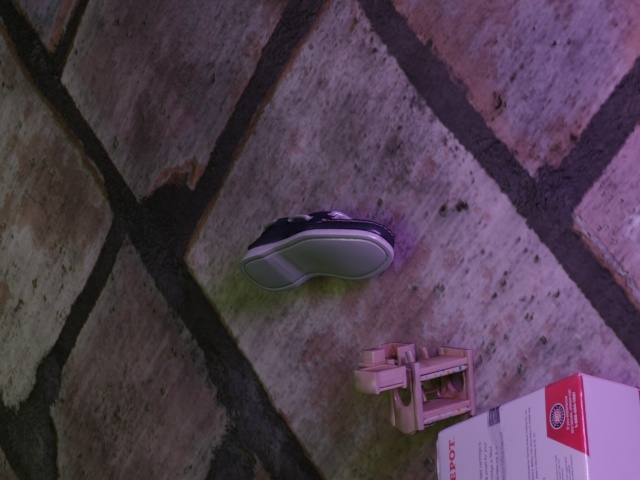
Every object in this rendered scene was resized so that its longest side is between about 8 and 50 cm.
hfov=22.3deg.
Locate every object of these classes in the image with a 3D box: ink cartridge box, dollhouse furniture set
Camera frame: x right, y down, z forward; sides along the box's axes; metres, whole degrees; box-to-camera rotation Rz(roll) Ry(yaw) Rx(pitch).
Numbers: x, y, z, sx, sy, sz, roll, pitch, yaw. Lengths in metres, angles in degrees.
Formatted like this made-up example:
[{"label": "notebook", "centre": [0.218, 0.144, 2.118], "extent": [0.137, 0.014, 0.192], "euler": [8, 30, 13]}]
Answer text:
[{"label": "ink cartridge box", "centre": [0.273, 0.302, 2.011], "extent": [0.273, 0.114, 0.197], "euler": [-30, 52, 47]}, {"label": "dollhouse furniture set", "centre": [0.090, 0.206, 2.200], "extent": [0.161, 0.182, 0.101], "euler": [2, 99, 49]}]

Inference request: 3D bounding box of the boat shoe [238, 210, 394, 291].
[{"label": "boat shoe", "centre": [0.000, 0.000, 2.331], "extent": [0.302, 0.091, 0.114], "euler": [-7, 135, 45]}]
